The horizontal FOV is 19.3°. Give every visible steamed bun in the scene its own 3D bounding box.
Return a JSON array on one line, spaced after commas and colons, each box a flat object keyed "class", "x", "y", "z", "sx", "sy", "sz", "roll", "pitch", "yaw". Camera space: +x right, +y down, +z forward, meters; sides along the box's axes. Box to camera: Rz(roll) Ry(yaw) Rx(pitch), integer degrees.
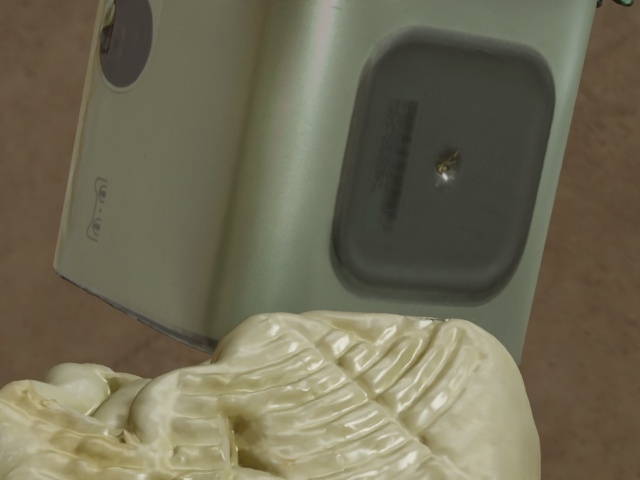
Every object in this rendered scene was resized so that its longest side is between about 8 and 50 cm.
[{"class": "steamed bun", "x": -0.038, "y": 0.171, "z": 0.891, "sx": 0.276, "sy": 0.203, "sz": 0.289, "roll": 19, "pitch": 44, "yaw": 9}]

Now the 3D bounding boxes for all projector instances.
[{"class": "projector", "x": 0.000, "y": -0.067, "z": 1.154, "sx": 0.248, "sy": 0.248, "sz": 0.249, "roll": 21, "pitch": 103, "yaw": 51}]

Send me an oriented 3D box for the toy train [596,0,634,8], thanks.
[{"class": "toy train", "x": 0.200, "y": -0.227, "z": 1.484, "sx": 0.071, "sy": 0.111, "sz": 0.170, "roll": -34, "pitch": 7, "yaw": 28}]
